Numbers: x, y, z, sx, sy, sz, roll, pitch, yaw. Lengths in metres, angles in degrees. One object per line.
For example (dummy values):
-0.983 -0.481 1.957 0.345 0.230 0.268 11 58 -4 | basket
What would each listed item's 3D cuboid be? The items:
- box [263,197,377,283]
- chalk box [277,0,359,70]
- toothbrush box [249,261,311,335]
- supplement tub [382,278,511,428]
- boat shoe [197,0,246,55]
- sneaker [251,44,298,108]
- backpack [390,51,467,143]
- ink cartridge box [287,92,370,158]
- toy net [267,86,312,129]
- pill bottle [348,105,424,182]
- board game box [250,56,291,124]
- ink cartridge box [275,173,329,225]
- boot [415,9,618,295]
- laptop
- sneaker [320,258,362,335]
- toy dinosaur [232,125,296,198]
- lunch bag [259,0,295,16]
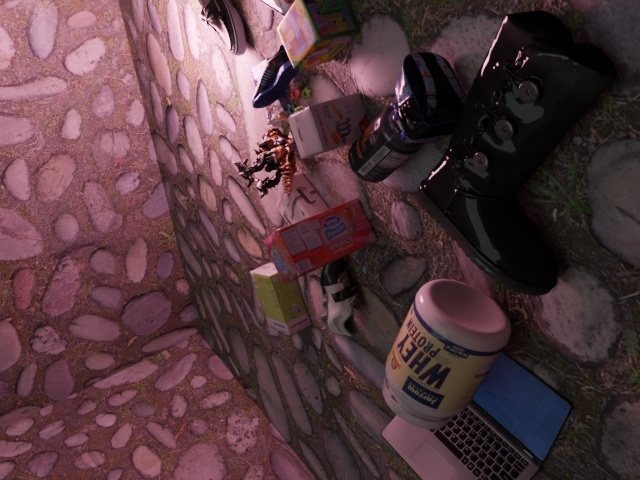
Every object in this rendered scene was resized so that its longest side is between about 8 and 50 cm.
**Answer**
0.000 0.000 1.581 0.154 0.300 0.142 64 151 3 | box
0.001 -0.561 1.337 0.213 0.133 0.131 -21 92 63 | chalk box
-0.178 0.251 2.258 0.206 0.122 0.282 3 112 58 | toothbrush box
0.300 0.286 1.286 0.235 0.236 0.324 42 127 37 | supplement tub
-0.370 -0.795 1.799 0.121 0.119 0.334 -28 86 61 | boat shoe
-0.155 -0.523 1.655 0.232 0.082 0.090 -36 69 39 | sneaker
0.229 -0.312 1.114 0.117 0.158 0.173 -36 72 60 | backpack
0.025 -0.317 1.431 0.127 0.176 0.128 -3 108 60 | ink cartridge box
-0.110 -0.421 1.669 0.232 0.045 0.122 2 116 43 | toy net
0.176 -0.250 1.279 0.130 0.131 0.246 62 151 7 | pill bottle
-0.170 -0.508 1.765 0.136 0.035 0.201 3 113 58 | board game box
-0.059 -0.104 1.823 0.217 0.092 0.158 56 149 23 | ink cartridge box
0.406 -0.147 0.983 0.367 0.146 0.445 43 136 19 | boot
0.385 0.489 1.383 0.382 0.408 0.236 40 176 40 | laptop
0.084 0.187 1.797 0.146 0.122 0.330 14 120 31 | sneaker
-0.162 -0.268 1.740 0.164 0.219 0.321 49 -166 -26 | toy dinosaur
-0.096 -0.771 1.367 0.243 0.115 0.303 47 147 35 | lunch bag
